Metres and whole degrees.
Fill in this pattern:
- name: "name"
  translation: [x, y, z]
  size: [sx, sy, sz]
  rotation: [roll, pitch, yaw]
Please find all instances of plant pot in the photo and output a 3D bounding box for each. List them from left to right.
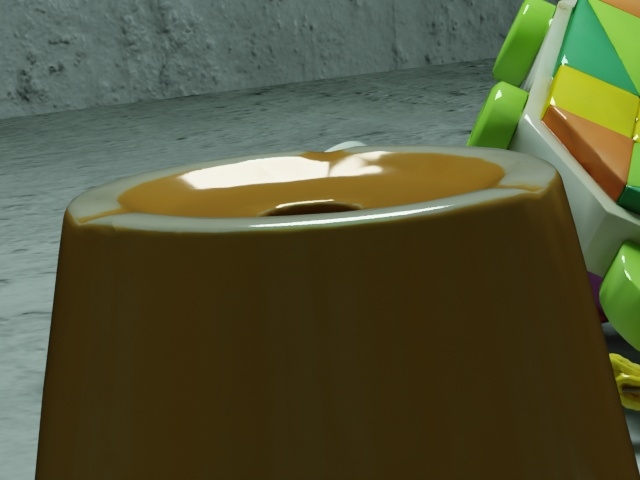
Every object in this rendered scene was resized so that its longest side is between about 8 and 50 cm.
- name: "plant pot"
  translation: [0.004, 0.075, 0.423]
  size: [0.205, 0.188, 0.205]
  rotation: [-5, 10, 1]

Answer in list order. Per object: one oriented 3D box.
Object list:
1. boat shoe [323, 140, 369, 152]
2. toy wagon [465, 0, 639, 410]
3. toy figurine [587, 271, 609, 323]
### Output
- name: "boat shoe"
  translation: [0.000, 0.000, 1.169]
  size: [0.099, 0.116, 0.319]
  rotation: [43, 17, 12]
- name: "toy wagon"
  translation: [0.213, -0.025, 0.866]
  size: [0.267, 0.068, 0.344]
  rotation: [23, 35, 2]
- name: "toy figurine"
  translation: [0.169, 0.010, 0.969]
  size: [0.173, 0.130, 0.159]
  rotation: [-28, 24, -6]
